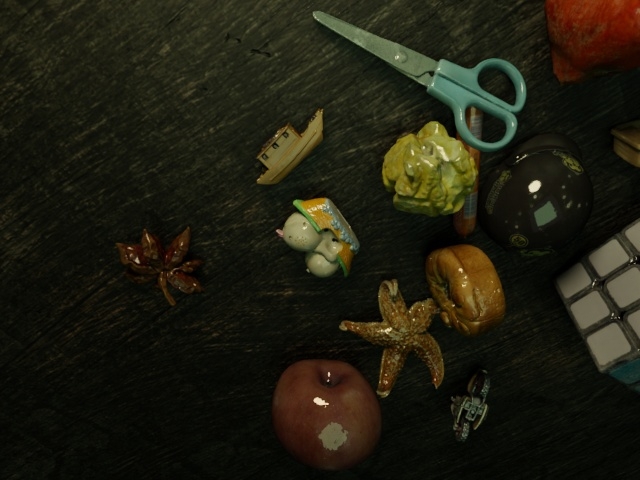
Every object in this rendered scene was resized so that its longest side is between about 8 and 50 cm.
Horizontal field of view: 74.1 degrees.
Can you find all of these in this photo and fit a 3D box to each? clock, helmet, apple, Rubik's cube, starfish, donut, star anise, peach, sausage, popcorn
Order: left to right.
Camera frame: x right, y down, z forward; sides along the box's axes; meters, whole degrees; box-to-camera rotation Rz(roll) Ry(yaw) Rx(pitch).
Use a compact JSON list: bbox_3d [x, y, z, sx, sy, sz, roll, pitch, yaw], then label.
[{"bbox_3d":[-0.368,0.057,0.985,0.212,0.111,0.196,17,111,-5],"label":"star anise"},{"bbox_3d":[0.000,0.000,0.974,0.144,0.103,0.231,-31,115,15],"label":"clock"},{"bbox_3d":[0.020,0.451,1.138,0.305,0.306,0.235,6,108,-7],"label":"apple"},{"bbox_3d":[0.204,0.260,1.113,0.311,0.113,0.304,17,92,-5],"label":"starfish"},{"bbox_3d":[0.220,-0.142,0.866,0.187,0.186,0.167,-12,144,-8],"label":"popcorn"},{"bbox_3d":[0.336,0.116,0.998,0.113,0.227,0.227,-17,120,-4],"label":"donut"},{"bbox_3d":[0.323,-0.153,0.935,0.053,0.053,0.348,-8,120,1],"label":"sausage"},{"bbox_3d":[0.490,-0.079,0.931,0.230,0.161,0.279,15,119,-10],"label":"helmet"},{"bbox_3d":[0.493,-0.389,0.720,0.232,0.232,0.257,26,117,-17],"label":"peach"},{"bbox_3d":[0.801,0.164,0.981,0.304,0.304,0.301,25,128,-19],"label":"Rubik's cube"}]

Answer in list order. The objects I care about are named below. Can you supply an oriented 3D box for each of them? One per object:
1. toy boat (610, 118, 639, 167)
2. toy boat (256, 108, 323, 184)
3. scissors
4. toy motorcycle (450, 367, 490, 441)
[{"bbox_3d":[0.730,-0.219,0.892,0.188,0.116,0.061,-14,124,7],"label":"toy boat"},{"bbox_3d":[-0.066,-0.197,0.883,0.200,0.057,0.077,-41,108,18],"label":"toy boat"},{"bbox_3d":[0.188,-0.329,0.807,0.446,0.029,0.193,24,79,-8],"label":"scissors"},{"bbox_3d":[0.452,0.489,1.289,0.093,0.130,0.230,19,104,9],"label":"toy motorcycle"}]
